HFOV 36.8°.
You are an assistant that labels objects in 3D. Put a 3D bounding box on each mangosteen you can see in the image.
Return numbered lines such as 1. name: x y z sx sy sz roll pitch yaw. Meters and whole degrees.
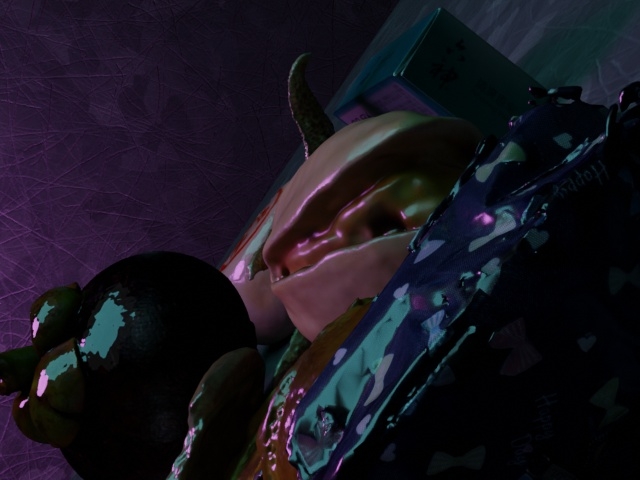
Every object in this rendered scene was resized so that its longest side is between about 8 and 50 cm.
1. mangosteen: -0.208 0.166 1.123 0.300 0.300 0.300 -52 10 13

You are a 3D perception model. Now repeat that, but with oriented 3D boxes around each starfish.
1. starfish: 0.003 0.002 1.095 0.347 0.078 0.358 65 -150 -68

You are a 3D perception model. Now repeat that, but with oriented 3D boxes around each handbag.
1. handbag: 0.103 0.054 0.465 0.260 0.162 0.113 -56 23 -11

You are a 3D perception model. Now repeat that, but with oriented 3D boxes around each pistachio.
1. pistachio: 0.056 -0.001 0.846 0.187 0.187 0.299 -59 12 -28

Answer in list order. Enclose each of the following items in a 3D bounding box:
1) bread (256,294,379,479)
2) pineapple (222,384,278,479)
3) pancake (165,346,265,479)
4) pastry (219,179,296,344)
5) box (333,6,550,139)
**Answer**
1. bread: 0.041 0.114 0.602 0.260 0.134 0.129 -56 11 -11
2. pineapple: -0.033 0.196 0.828 0.225 0.076 0.225 -56 4 6
3. pancake: -0.108 0.217 0.935 0.222 0.042 0.236 5 -83 -77
4. pastry: -0.055 0.028 1.392 0.265 0.133 0.265 -54 5 8
5. box: 0.125 -0.150 1.068 0.092 0.153 0.245 -56 11 -10
